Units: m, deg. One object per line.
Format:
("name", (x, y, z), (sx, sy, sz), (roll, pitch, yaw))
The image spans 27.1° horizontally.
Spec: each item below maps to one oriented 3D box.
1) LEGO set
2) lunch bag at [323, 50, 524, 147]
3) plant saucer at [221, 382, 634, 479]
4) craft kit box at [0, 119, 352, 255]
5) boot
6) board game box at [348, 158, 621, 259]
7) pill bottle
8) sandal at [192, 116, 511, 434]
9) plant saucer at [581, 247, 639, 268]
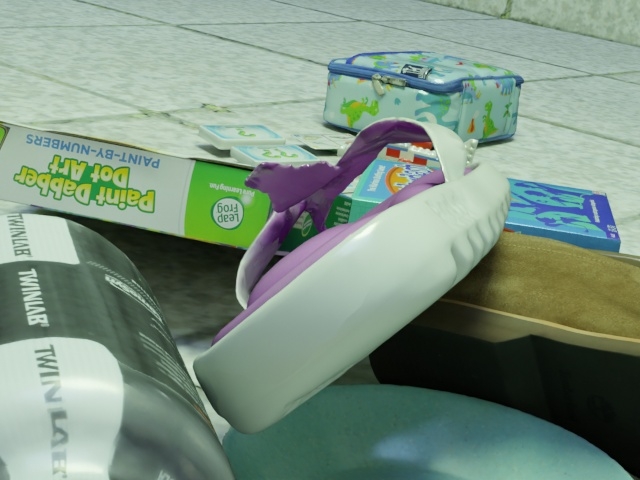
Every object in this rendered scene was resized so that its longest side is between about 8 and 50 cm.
("LEGO set", (0.029, -0.098, 1.308), (0.244, 0.060, 0.182), (-3, 23, -33))
("lunch bag", (0.116, -0.166, 1.524), (0.176, 0.090, 0.219), (16, 17, 34))
("plant saucer", (0.050, 0.120, 0.605), (0.195, 0.037, 0.195), (7, 17, -2))
("craft kit box", (-0.121, -0.036, 0.916), (0.246, 0.061, 0.250), (14, 1, 12))
("boot", (0.182, 0.062, 0.682), (0.305, 0.112, 0.115), (16, 46, 30))
("board game box", (0.132, -0.017, 1.089), (0.210, 0.047, 0.160), (8, 16, 5))
("pill bottle", (-0.103, 0.084, 0.491), (0.130, 0.130, 0.246), (2, 17, -18))
("sandal", (0.013, -0.009, 0.686), (0.169, 0.102, 0.416), (-36, 1, 4))
("plant saucer", (0.211, 0.063, 0.871), (0.278, 0.041, 0.278), (6, 17, -2))
